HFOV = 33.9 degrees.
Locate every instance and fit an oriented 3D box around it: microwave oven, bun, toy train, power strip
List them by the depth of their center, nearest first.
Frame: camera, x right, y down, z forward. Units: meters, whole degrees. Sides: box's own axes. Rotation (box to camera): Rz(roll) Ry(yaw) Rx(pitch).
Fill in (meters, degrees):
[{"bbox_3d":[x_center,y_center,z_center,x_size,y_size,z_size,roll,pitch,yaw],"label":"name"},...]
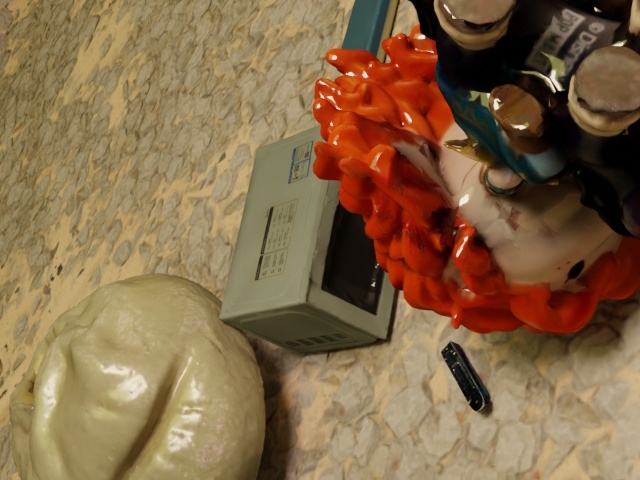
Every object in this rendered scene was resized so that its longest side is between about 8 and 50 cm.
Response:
[{"bbox_3d":[0.132,0.125,0.947,0.017,0.017,0.083,-51,36,20],"label":"toy train"},{"bbox_3d":[0.000,0.000,1.108,0.162,0.122,0.208,-15,56,47],"label":"microwave oven"},{"bbox_3d":[-0.217,0.203,1.139,0.365,0.219,0.365,-35,48,49],"label":"bun"},{"bbox_3d":[0.060,-0.258,1.279,0.056,0.032,0.123,-8,61,49],"label":"power strip"}]

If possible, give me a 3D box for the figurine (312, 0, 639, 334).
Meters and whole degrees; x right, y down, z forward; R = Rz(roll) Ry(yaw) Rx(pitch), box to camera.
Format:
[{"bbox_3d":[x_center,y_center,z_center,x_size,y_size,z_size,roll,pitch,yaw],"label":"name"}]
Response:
[{"bbox_3d":[0.158,-0.065,0.745,0.241,0.306,0.412,-69,14,-15],"label":"figurine"}]
